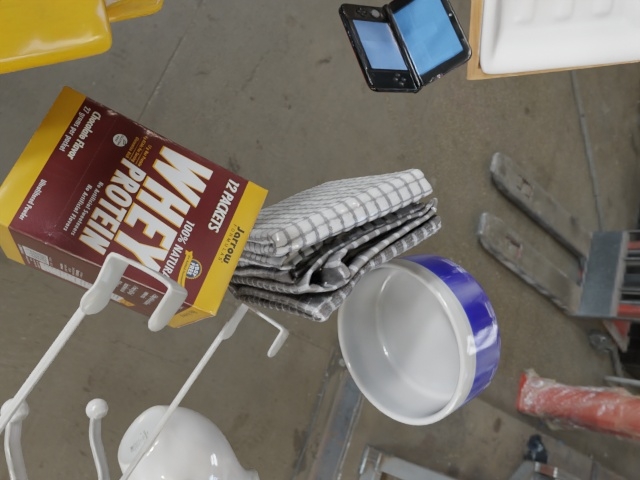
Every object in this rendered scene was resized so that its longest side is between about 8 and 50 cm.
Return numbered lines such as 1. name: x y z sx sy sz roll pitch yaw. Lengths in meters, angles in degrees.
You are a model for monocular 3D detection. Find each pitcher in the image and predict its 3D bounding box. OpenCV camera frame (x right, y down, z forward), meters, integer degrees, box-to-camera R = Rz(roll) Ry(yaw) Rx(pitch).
1. pitcher: -0.155 0.319 0.732 0.125 0.178 0.207 -49 119 -15

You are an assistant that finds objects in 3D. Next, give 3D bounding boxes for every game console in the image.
1. game console: 0.111 -0.281 0.743 0.124 0.085 0.143 -8 70 -31

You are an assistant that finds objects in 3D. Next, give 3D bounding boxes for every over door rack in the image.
1. over door rack: -0.201 0.143 0.456 0.324 0.108 0.239 -45 159 0

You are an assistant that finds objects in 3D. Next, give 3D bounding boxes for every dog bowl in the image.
1. dog bowl: 0.153 0.156 0.907 0.104 0.265 0.264 -11 95 -41

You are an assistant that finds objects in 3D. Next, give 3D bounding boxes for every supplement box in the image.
1. supplement box: -0.187 -0.014 0.545 0.194 0.191 0.129 27 69 -17

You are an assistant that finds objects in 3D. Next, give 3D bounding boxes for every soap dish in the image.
1. soap dish: 0.348 -0.358 0.770 0.118 0.291 0.228 -95 179 -55

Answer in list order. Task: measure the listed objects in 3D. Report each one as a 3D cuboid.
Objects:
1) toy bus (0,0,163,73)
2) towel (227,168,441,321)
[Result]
1. toy bus: -0.267 -0.177 0.377 0.333 0.130 0.108 -23 136 -26
2. towel: 0.000 0.000 0.757 0.235 0.284 0.121 -26 103 -27
